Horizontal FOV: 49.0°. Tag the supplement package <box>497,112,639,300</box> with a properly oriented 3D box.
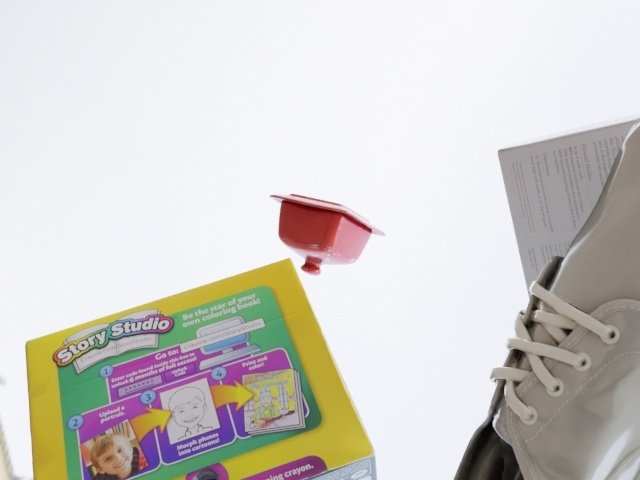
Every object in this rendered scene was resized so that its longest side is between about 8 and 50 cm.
[{"bbox_3d":[0.355,-0.036,0.741,0.263,0.198,0.199,-11,-84,27],"label":"supplement package"}]

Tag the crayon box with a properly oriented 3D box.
[{"bbox_3d":[-0.156,0.209,0.857,0.106,0.363,0.313,83,-14,-45],"label":"crayon box"}]

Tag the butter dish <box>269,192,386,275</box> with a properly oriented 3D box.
[{"bbox_3d":[0.000,0.000,1.140,0.160,0.160,0.118,15,-97,32],"label":"butter dish"}]

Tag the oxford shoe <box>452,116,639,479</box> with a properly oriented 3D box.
[{"bbox_3d":[0.215,0.101,0.577,0.169,0.130,0.449,-132,-121,-71],"label":"oxford shoe"}]
